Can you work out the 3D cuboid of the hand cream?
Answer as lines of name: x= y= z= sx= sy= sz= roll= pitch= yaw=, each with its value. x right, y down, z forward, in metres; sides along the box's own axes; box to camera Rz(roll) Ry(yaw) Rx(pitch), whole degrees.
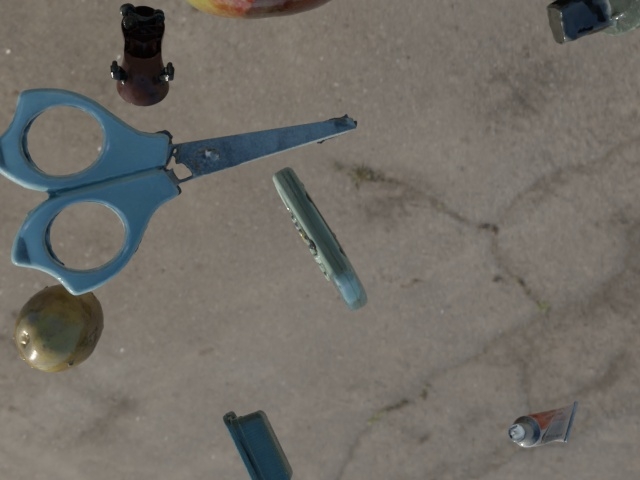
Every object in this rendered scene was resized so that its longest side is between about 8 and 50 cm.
hand cream: x=0.294 y=0.240 z=1.150 sx=0.052 sy=0.038 sz=0.216 roll=-50 pitch=152 yaw=17

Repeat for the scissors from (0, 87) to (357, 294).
scissors: x=-0.126 y=-0.076 z=0.850 sx=0.360 sy=0.029 sz=0.191 roll=-16 pitch=98 yaw=-21

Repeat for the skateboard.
skateboard: x=-0.198 y=-0.204 z=0.993 sx=0.067 sy=0.151 sz=0.080 roll=0 pitch=138 yaw=-9

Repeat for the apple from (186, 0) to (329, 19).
apple: x=-0.089 y=-0.501 z=1.395 sx=0.349 sy=0.348 sz=0.276 roll=0 pitch=114 yaw=14

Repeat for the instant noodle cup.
instant noodle cup: x=-0.107 y=0.379 z=1.585 sx=0.070 sy=0.157 sz=0.179 roll=-25 pitch=82 yaw=-4

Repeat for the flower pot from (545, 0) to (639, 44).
flower pot: x=0.426 y=-0.437 z=1.268 sx=0.283 sy=0.299 sz=0.299 roll=-27 pitch=129 yaw=-12

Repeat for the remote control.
remote control: x=0.000 y=0.000 z=1.658 sx=0.056 sy=0.296 sz=0.140 roll=-30 pitch=149 yaw=-1

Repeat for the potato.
potato: x=-0.392 y=0.129 z=1.326 sx=0.137 sy=0.176 sz=0.137 roll=-1 pitch=96 yaw=-8
